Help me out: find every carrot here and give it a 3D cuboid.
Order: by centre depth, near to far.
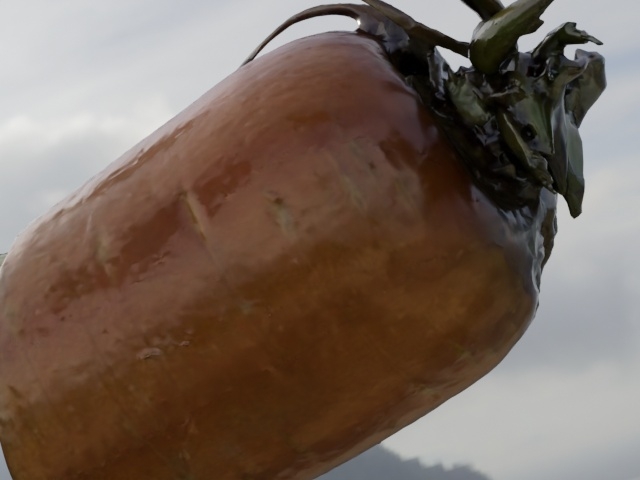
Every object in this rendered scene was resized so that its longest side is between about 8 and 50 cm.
[{"bbox_3d":[0.000,0.000,0.673,0.331,0.214,0.193,-31,-47,15],"label":"carrot"}]

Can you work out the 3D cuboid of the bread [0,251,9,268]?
[{"bbox_3d":[-0.198,0.028,0.780,0.084,0.109,0.080,-8,-35,-14],"label":"bread"}]
